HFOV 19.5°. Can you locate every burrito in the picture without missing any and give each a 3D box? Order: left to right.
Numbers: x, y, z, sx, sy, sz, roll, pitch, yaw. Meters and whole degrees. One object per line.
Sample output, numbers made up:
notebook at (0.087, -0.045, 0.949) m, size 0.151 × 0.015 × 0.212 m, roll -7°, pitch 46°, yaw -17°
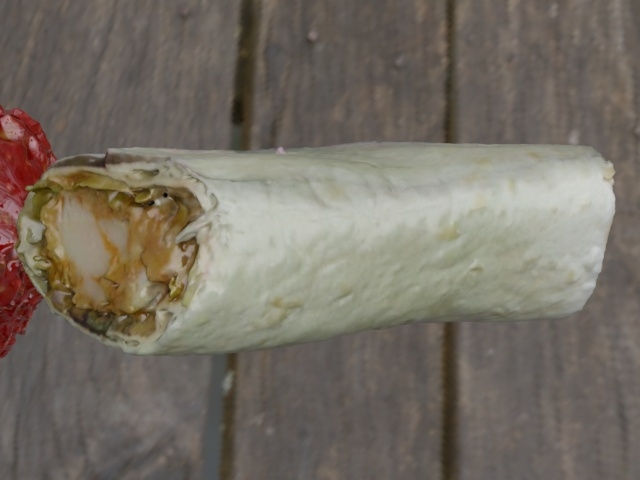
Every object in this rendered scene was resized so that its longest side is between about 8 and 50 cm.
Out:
burrito at (-0.001, -0.001, 0.990) m, size 0.299 × 0.143 × 0.105 m, roll -4°, pitch 101°, yaw -20°

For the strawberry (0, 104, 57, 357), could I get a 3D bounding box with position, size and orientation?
strawberry at (-0.288, 0.022, 1.175) m, size 0.261 × 0.261 × 0.258 m, roll 4°, pitch 55°, yaw -22°
